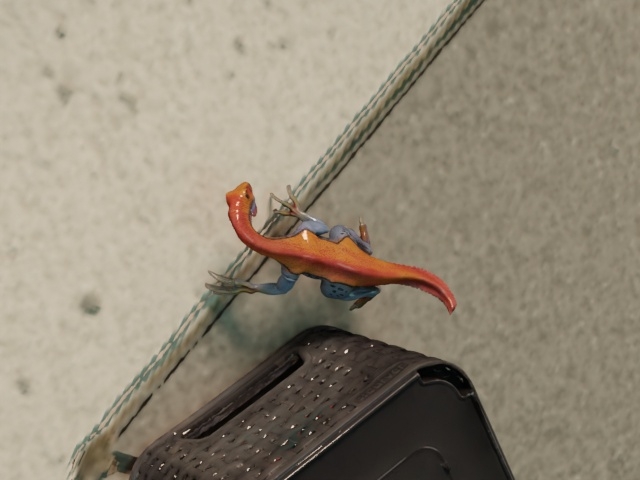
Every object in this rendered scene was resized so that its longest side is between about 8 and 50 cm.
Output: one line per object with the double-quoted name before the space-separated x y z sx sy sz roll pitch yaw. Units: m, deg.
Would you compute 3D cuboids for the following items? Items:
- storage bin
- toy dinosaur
"storage bin" 0.019 0.139 0.569 0.122 0.084 0.180 -35 115 -24
"toy dinosaur" 0.000 0.000 0.546 0.082 0.090 0.047 23 71 -65
